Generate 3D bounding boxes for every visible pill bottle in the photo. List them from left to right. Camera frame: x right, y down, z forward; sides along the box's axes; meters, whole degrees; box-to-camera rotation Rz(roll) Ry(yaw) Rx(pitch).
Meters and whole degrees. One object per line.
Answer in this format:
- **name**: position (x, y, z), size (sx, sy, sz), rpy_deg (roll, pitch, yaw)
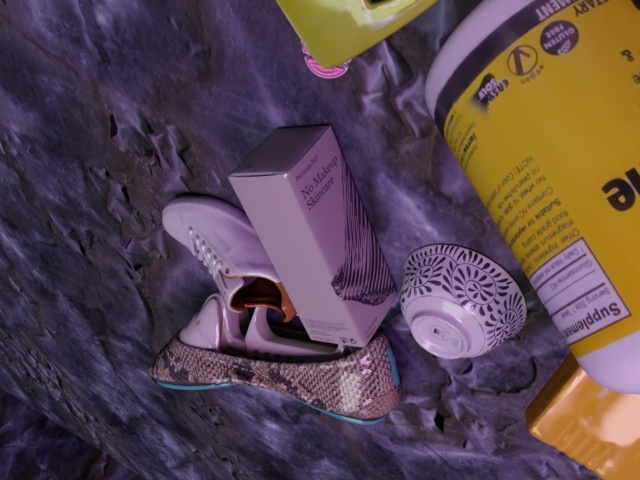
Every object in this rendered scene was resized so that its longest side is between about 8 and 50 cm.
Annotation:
- **pill bottle**: position (0.226, -0.020, 0.446), size (0.334, 0.187, 0.188), rpy_deg (63, 147, 17)

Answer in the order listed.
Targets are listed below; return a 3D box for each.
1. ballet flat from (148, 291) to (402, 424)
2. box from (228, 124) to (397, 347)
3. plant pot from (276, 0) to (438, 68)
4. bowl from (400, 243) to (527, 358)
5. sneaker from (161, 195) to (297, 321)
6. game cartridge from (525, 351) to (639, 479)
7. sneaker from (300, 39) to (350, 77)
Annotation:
- **ballet flat**: position (-0.093, 0.167, 1.066), size (0.482, 0.164, 0.182), rpy_deg (3, 109, 30)
- **box**: position (0.000, 0.000, 0.825), size (0.094, 0.113, 0.275), rpy_deg (3, 132, 37)
- **plant pot**: position (0.066, -0.278, 0.396), size (0.207, 0.228, 0.227), rpy_deg (-15, 118, 38)
- **bowl**: position (0.162, 0.095, 0.814), size (0.170, 0.080, 0.170), rpy_deg (23, 141, 20)
- **sneaker**: position (-0.139, 0.026, 0.957), size (0.290, 0.123, 0.106), rpy_deg (23, 142, 22)
- **game cartridge**: position (0.392, 0.138, 0.551), size (0.323, 0.053, 0.285), rpy_deg (30, 108, 0)
- **sneaker**: position (0.003, -0.242, 0.611), size (0.063, 0.075, 0.171), rpy_deg (-6, 107, 11)
